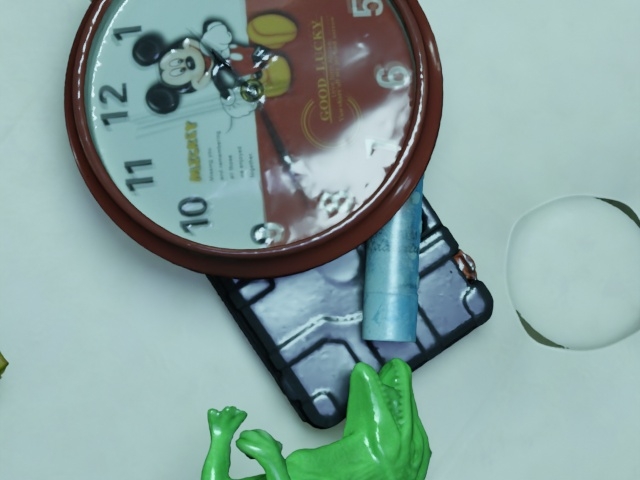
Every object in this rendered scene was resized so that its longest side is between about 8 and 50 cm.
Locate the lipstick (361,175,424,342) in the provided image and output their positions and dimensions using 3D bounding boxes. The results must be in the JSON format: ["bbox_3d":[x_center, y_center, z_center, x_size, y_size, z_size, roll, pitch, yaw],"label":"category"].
[{"bbox_3d":[0.062,0.007,1.240,0.048,0.048,0.158,4,86,-7],"label":"lipstick"}]

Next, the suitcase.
[{"bbox_3d":[0.000,0.000,1.291,0.206,0.066,0.285,-34,92,-7],"label":"suitcase"}]

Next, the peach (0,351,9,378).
[{"bbox_3d":[-0.462,0.160,1.133,0.306,0.242,0.380,37,88,9],"label":"peach"}]

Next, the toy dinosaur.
[{"bbox_3d":[-0.025,0.361,1.128,0.374,0.144,0.500,-7,90,-48],"label":"toy dinosaur"}]

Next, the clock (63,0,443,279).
[{"bbox_3d":[-0.056,-0.124,1.219,0.318,0.080,0.319,0,82,3],"label":"clock"}]
